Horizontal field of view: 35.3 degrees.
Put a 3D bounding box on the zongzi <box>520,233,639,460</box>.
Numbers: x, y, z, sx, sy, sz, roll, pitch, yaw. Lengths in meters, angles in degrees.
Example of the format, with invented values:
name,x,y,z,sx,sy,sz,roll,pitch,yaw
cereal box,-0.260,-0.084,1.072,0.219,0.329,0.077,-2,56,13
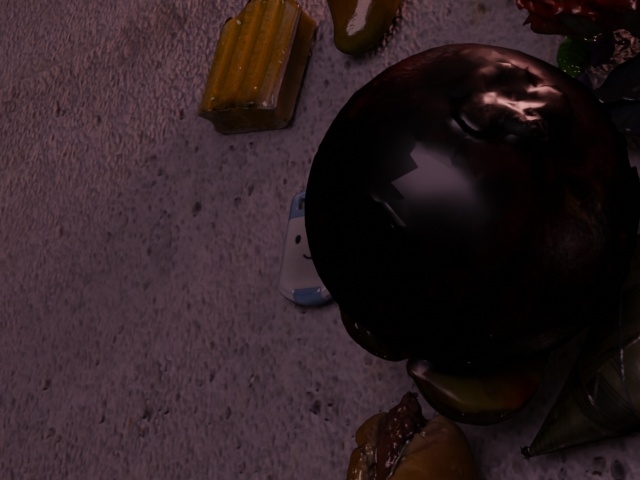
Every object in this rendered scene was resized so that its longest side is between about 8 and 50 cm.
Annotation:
name,x,y,z,sx,sy,sz,roll,pitch,yaw
zongzi,0.328,0.125,1.176,0.242,0.112,0.221,-27,49,28

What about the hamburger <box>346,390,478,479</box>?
name,x,y,z,sx,sy,sz,roll,pitch,yaw
hamburger,0.095,0.349,1.160,0.155,0.245,0.282,-5,106,25

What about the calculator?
name,x,y,z,sx,sy,sz,roll,pitch,yaw
calculator,0.000,0.000,1.502,0.121,0.039,0.210,-6,60,29

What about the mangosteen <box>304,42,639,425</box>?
name,x,y,z,sx,sy,sz,roll,pitch,yaw
mangosteen,0.156,-0.009,1.152,0.381,0.381,0.421,46,123,41

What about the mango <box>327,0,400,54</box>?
name,x,y,z,sx,sy,sz,roll,pitch,yaw
mango,0.069,-0.411,1.660,0.136,0.099,0.227,-6,69,25

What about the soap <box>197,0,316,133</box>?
name,x,y,z,sx,sy,sz,roll,pitch,yaw
soap,-0.102,-0.314,1.723,0.160,0.080,0.257,0,64,32

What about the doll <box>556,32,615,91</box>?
name,x,y,z,sx,sy,sz,roll,pitch,yaw
doll,0.351,-0.258,1.418,0.115,0.050,0.190,13,68,45

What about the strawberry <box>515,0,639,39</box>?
name,x,y,z,sx,sy,sz,roll,pitch,yaw
strawberry,0.367,-0.427,1.274,0.292,0.292,0.343,-2,107,32

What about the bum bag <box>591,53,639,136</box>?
name,x,y,z,sx,sy,sz,roll,pitch,yaw
bum bag,0.470,-0.234,1.307,0.310,0.074,0.137,-41,37,-1
